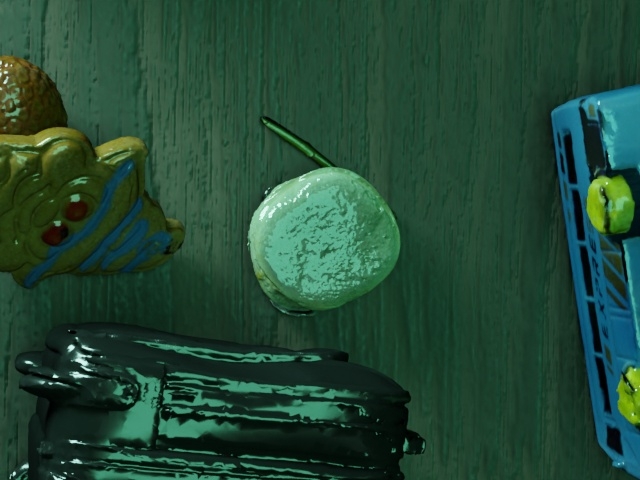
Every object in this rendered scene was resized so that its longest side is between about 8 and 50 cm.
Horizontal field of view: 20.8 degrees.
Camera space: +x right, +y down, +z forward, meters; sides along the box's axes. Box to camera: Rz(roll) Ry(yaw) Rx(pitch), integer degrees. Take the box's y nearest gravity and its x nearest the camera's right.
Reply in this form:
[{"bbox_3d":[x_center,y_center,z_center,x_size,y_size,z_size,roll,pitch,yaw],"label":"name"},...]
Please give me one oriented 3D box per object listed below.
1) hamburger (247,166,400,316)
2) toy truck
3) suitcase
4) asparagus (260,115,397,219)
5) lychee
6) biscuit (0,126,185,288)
[{"bbox_3d":[0.000,0.000,1.643,0.140,0.062,0.133,-34,101,-7],"label":"hamburger"},{"bbox_3d":[0.330,0.041,1.673,0.161,0.162,0.385,-11,95,-13],"label":"toy truck"},{"bbox_3d":[-0.093,0.173,1.481,0.339,0.345,0.188,7,86,-11],"label":"suitcase"},{"bbox_3d":[0.009,-0.070,1.671,0.166,0.013,0.016,36,81,-11],"label":"asparagus"},{"bbox_3d":[-0.289,-0.105,1.564,0.114,0.140,0.101,-32,84,-44],"label":"lychee"},{"bbox_3d":[-0.243,-0.032,1.551,0.280,0.043,0.183,18,119,-35],"label":"biscuit"}]
